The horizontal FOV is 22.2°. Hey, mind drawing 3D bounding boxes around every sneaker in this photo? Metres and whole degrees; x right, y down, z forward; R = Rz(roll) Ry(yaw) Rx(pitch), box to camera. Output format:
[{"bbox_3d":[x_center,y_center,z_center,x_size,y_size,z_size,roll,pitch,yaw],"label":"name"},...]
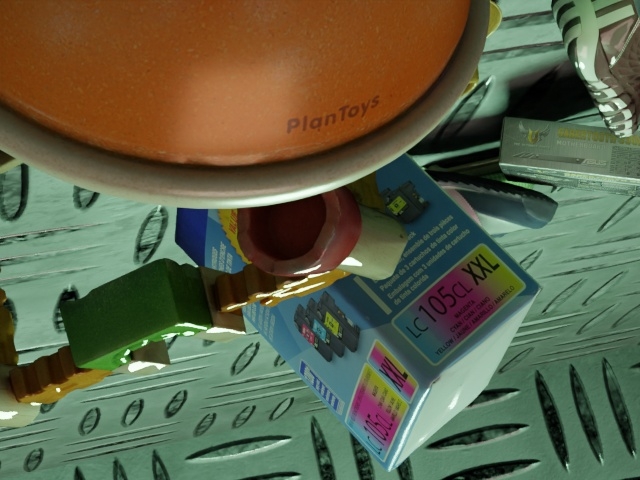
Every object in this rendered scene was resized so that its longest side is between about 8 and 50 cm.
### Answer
[{"bbox_3d":[0.122,-0.014,1.896,0.319,0.131,0.112,3,-170,-18],"label":"sneaker"},{"bbox_3d":[0.340,-0.193,1.626,0.162,0.106,0.281,-22,162,15],"label":"sneaker"}]

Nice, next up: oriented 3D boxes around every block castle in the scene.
[{"bbox_3d":[-0.185,-0.046,1.296,0.453,0.303,0.213,-23,161,24],"label":"block castle"}]

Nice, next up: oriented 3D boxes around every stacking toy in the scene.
[{"bbox_3d":[-0.040,-0.278,0.779,0.350,0.350,0.480,-9,146,-19],"label":"stacking toy"}]

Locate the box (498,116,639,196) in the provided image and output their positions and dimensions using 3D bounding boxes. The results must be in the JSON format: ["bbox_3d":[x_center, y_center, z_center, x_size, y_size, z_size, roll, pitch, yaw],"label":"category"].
[{"bbox_3d":[0.321,-0.089,1.842,0.231,0.056,0.183,7,176,10],"label":"box"}]

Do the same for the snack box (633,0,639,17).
[{"bbox_3d":[0.363,-0.149,1.388,0.187,0.322,0.060,-1,158,-43],"label":"snack box"}]

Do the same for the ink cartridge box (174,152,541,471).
[{"bbox_3d":[0.000,0.000,1.563,0.151,0.395,0.270,-37,164,-20],"label":"ink cartridge box"}]

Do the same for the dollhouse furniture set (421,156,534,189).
[{"bbox_3d":[0.146,0.007,2.041,0.301,0.151,0.197,-13,164,-6],"label":"dollhouse furniture set"}]

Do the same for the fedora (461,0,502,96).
[{"bbox_3d":[0.084,-0.165,1.531,0.194,0.079,0.194,-14,164,-4],"label":"fedora"}]
